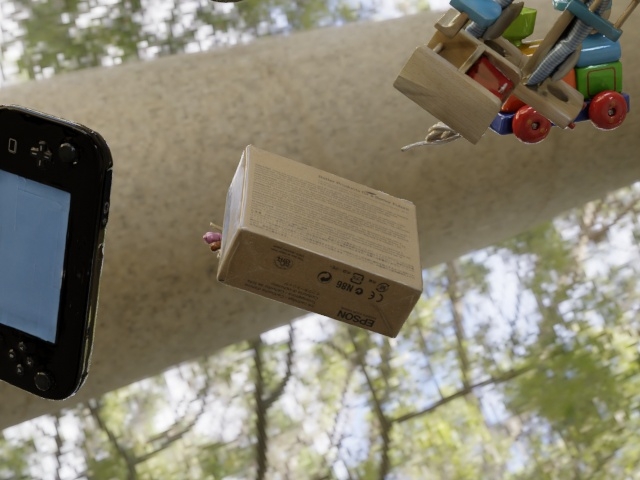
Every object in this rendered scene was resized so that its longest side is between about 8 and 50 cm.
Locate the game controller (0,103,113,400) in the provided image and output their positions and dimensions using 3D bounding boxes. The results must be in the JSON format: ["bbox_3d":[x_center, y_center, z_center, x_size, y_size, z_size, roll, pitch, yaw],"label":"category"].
[{"bbox_3d":[-0.313,0.015,1.456,0.166,0.067,0.319,15,-71,15],"label":"game controller"}]

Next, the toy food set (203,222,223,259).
[{"bbox_3d":[-0.145,0.014,2.058,0.019,0.078,0.122,-60,-162,17],"label":"toy food set"}]

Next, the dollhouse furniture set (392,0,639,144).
[{"bbox_3d":[0.163,-0.153,0.986,0.129,0.184,0.129,36,-59,3],"label":"dollhouse furniture set"}]

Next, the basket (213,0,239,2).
[{"bbox_3d":[-0.119,-0.352,1.231,0.227,0.154,0.204,41,-59,47],"label":"basket"}]

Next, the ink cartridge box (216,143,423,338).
[{"bbox_3d":[0.000,0.000,1.624,0.193,0.234,0.088,-89,-159,-57],"label":"ink cartridge box"}]

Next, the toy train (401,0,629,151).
[{"bbox_3d":[0.199,-0.180,1.400,0.105,0.248,0.143,-130,-148,-66],"label":"toy train"}]
